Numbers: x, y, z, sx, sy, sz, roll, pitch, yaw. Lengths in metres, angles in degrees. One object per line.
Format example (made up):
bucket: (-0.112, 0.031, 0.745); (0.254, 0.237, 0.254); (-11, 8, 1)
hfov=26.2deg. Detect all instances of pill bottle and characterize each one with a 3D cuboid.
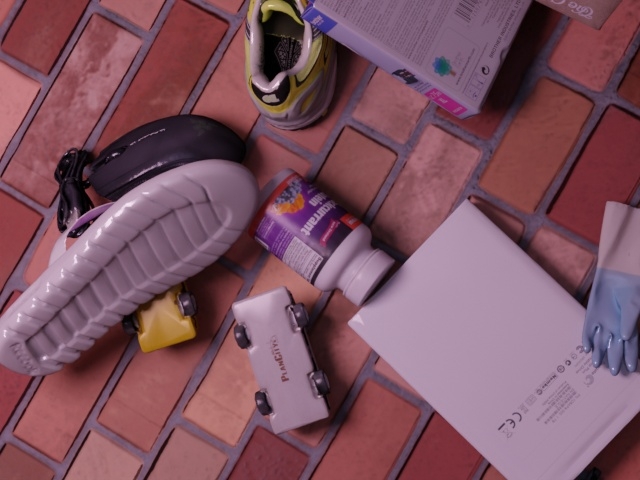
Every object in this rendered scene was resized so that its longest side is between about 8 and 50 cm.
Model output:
pill bottle: (0.000, 0.000, 1.836); (0.193, 0.108, 0.108); (38, 92, 9)

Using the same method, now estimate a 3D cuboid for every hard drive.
hard drive: (0.242, 0.149, 1.816); (0.353, 0.047, 0.233); (44, 90, 9)

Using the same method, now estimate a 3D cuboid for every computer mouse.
computer mouse: (-0.238, -0.109, 1.862); (0.272, 0.188, 0.072); (-15, 128, 0)

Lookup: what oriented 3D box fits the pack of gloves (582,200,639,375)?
pack of gloves: (0.448, 0.075, 1.770); (0.195, 0.046, 0.232); (12, 77, 4)

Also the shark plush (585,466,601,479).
shark plush: (0.311, 0.364, 1.791); (0.067, 0.073, 0.161); (33, 96, 40)

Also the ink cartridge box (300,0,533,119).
ink cartridge box: (0.109, -0.316, 1.795); (0.311, 0.065, 0.186); (31, 74, -15)

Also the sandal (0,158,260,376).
sandal: (-0.270, 0.014, 1.780); (0.416, 0.169, 0.102); (-36, 47, 7)

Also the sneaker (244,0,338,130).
sneaker: (-0.024, -0.346, 1.847); (0.145, 0.147, 0.385); (1, 85, 10)

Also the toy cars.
toy cars: (-0.137, 0.106, 1.864); (0.393, 0.087, 0.176); (31, 95, 6)

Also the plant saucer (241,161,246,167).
plant saucer: (-0.143, -0.087, 1.911); (0.083, 0.015, 0.083); (-1, 86, 8)

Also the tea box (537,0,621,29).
tea box: (0.275, -0.491, 1.674); (0.329, 0.220, 0.324); (24, 57, -7)
